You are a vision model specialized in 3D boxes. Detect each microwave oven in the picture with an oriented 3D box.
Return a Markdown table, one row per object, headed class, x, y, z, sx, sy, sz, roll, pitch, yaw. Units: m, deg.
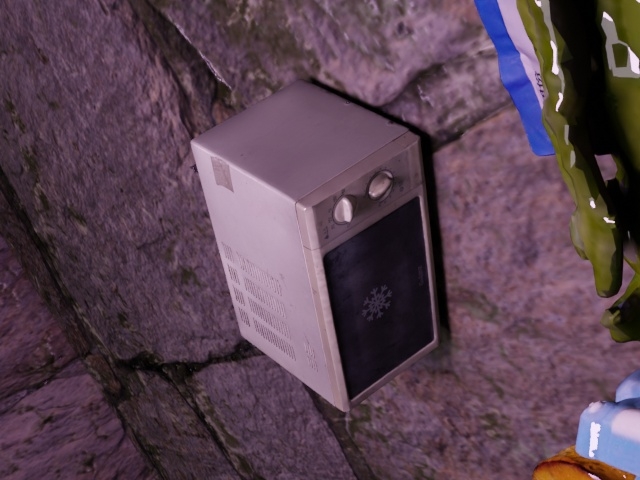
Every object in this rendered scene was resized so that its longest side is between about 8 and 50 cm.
| class | x | y | z | sx | sy | sz | roll | pitch | yaw |
| --- | --- | --- | --- | --- | --- | --- | --- | --- | --- |
| microwave oven | 0.000 | 0.000 | 0.964 | 0.194 | 0.145 | 0.240 | 35 | 147 | 42 |

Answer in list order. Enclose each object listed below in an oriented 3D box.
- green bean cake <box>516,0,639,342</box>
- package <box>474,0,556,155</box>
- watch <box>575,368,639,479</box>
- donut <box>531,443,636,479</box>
| class | x | y | z | sx | sy | sz | roll | pitch | yaw |
| --- | --- | --- | --- | --- | --- | --- | --- | --- | --- |
| green bean cake | 0.257 | -0.063 | 0.368 | 0.319 | 0.218 | 0.335 | 16 | 135 | 53 |
| package | 0.163 | -0.137 | 0.658 | 0.173 | 0.027 | 0.171 | -6 | 114 | 58 |
| watch | 0.268 | 0.179 | 0.652 | 0.211 | 0.211 | 0.193 | 2 | 103 | 60 |
| donut | 0.251 | 0.232 | 0.890 | 0.152 | 0.058 | 0.152 | 42 | 151 | 30 |
